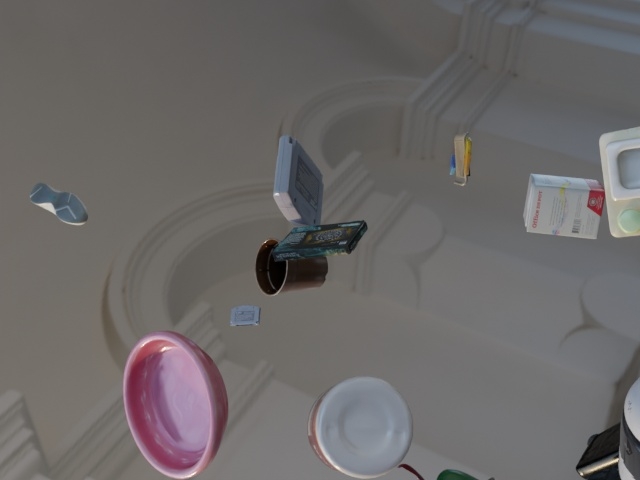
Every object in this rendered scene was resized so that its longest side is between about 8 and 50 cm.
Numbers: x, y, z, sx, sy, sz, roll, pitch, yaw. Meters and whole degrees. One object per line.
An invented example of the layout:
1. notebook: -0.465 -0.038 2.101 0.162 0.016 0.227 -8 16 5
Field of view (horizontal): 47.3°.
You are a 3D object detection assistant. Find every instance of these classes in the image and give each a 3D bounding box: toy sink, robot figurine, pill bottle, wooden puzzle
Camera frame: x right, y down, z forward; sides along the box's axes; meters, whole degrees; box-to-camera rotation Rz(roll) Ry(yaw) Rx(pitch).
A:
1. toy sink: 0.482 -0.087 1.045 0.234 0.131 0.153 -9 -89 -61
2. robot figurine: 0.561 0.320 1.137 0.173 0.209 0.278 -33 -49 -22
3. pill bottle: 0.082 0.460 1.796 0.392 0.224 0.224 108 -173 -74
4. wooden puzzle: 0.199 -0.114 1.024 0.116 0.014 0.079 -93 3 -76

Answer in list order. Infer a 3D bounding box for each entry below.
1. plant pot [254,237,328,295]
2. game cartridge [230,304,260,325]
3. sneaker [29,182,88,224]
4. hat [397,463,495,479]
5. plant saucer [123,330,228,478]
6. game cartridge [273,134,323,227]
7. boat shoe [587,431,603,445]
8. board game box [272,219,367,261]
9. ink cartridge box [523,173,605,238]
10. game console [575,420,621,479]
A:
1. plant pot: -0.079 0.079 2.120 0.165 0.167 0.167 4 -74 -38
2. game cartridge: -0.201 0.202 1.967 0.017 0.083 0.056 49 -140 -63
3. sneaker: -0.482 -0.066 1.383 0.054 0.152 0.061 -61 -32 -5
4. hat: 0.260 0.520 1.596 0.173 0.183 0.208 -41 -13 -27
5. plant saucer: -0.321 0.365 1.660 0.084 0.332 0.332 -7 -65 -49
6. game cartridge: -0.059 -0.147 2.067 0.297 0.062 0.198 47 -131 -65
7. boat shoe: 0.911 0.598 2.081 0.113 0.339 0.127 -173 87 -72
8. board game box: 0.000 0.000 1.626 0.126 0.186 0.026 -50 -51 -54
9. ink cartridge box: 0.618 -0.090 1.870 0.127 0.176 0.128 -64 -21 -68
10. game console: 0.551 0.462 1.413 0.361 0.044 0.213 -39 -10 -36
